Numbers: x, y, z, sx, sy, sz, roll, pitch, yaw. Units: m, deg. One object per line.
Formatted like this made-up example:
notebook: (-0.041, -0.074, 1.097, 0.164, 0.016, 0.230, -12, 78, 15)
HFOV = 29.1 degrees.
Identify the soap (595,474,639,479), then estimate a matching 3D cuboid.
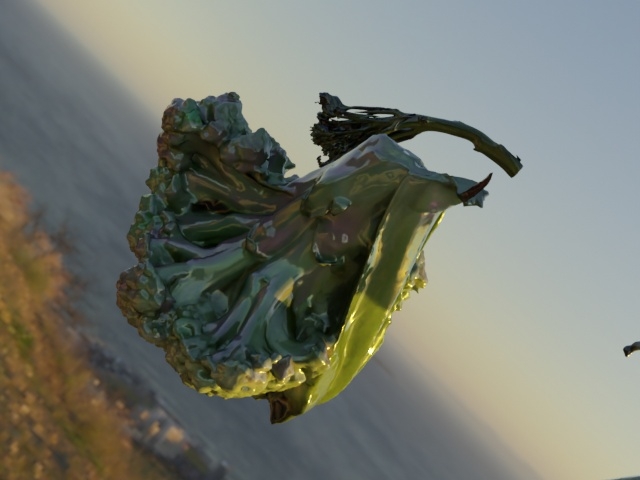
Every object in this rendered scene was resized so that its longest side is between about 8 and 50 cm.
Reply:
soap: (0.328, 0.340, 1.257, 0.066, 0.119, 0.198, 9, 70, -56)

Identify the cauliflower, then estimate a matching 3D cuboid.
cauliflower: (0.000, 0.000, 0.889, 0.256, 0.315, 0.239, 19, 48, -41)

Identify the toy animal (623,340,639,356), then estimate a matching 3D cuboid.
toy animal: (0.525, 0.209, 1.662, 0.073, 0.176, 0.217, 22, 44, -58)

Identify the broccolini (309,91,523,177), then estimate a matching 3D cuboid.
broccolini: (0.114, -0.099, 1.539, 0.271, 0.123, 0.062, 14, 25, 7)
